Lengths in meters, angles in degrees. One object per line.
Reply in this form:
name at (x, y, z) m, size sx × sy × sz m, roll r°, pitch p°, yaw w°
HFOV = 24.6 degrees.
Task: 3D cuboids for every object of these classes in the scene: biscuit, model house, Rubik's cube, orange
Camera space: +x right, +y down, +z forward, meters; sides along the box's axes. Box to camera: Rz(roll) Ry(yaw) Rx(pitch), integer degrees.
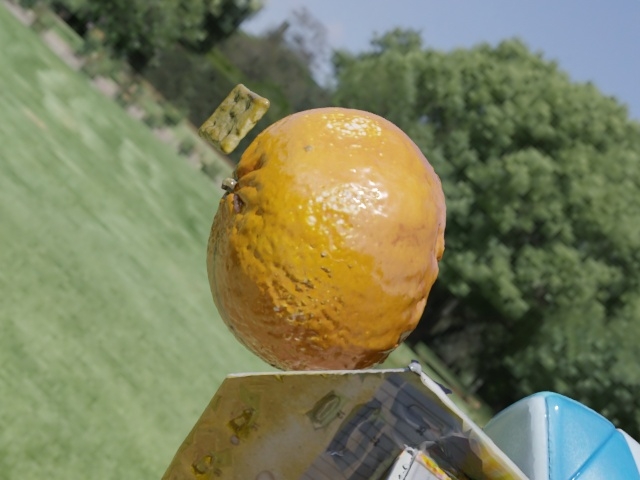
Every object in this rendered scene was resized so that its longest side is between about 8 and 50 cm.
biscuit at (-0.102, -0.142, 1.710) m, size 0.018 × 0.081 × 0.083 m, roll 42°, pitch -2°, yaw -34°
model house at (-0.001, 0.174, 0.474) m, size 0.207 × 0.219 × 0.136 m, roll 39°, pitch 29°, yaw -2°
Rubik's cube at (0.206, 0.270, 1.131) m, size 0.254 × 0.254 × 0.254 m, roll 44°, pitch 1°, yaw 0°
orange at (0.000, 0.000, 1.032) m, size 0.161 × 0.193 × 0.193 m, roll 17°, pitch 6°, yaw -11°
